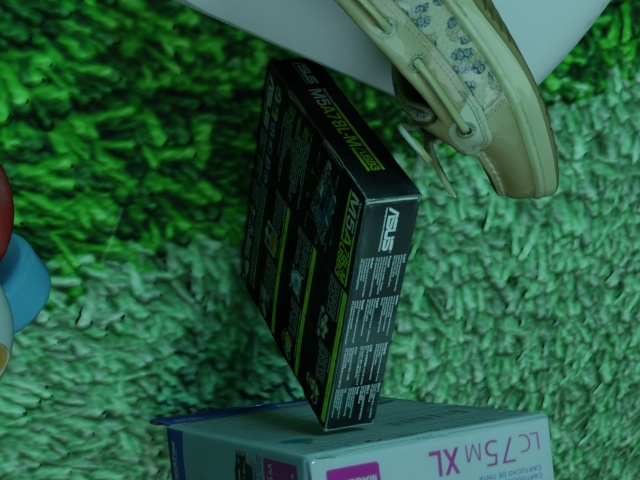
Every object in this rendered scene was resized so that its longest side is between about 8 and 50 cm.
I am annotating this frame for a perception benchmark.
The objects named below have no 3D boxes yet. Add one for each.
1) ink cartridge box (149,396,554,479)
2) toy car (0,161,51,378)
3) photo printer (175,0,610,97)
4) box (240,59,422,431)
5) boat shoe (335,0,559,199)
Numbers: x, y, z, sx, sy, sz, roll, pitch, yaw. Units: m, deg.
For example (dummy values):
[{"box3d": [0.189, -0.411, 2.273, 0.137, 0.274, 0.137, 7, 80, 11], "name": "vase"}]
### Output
[{"box3d": [0.008, 0.158, 0.997, 0.186, 0.311, 0.065, -5, 92, -26], "name": "ink cartridge box"}, {"box3d": [-0.265, 0.047, 0.788, 0.210, 0.238, 0.219, -29, 133, -4], "name": "toy car"}, {"box3d": [0.074, -0.213, 0.848, 0.307, 0.107, 0.256, 19, 115, -37], "name": "photo printer"}, {"box3d": [0.000, 0.000, 0.925, 0.045, 0.184, 0.190, -7, 126, -24], "name": "box"}, {"box3d": [0.055, -0.121, 0.778, 0.089, 0.104, 0.285, -31, 125, 6], "name": "boat shoe"}]
